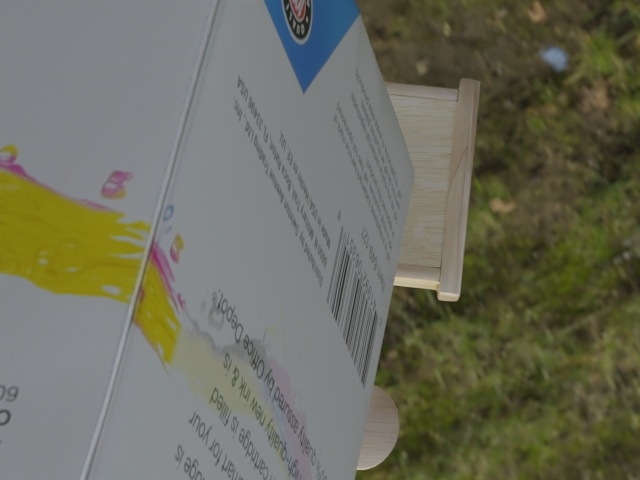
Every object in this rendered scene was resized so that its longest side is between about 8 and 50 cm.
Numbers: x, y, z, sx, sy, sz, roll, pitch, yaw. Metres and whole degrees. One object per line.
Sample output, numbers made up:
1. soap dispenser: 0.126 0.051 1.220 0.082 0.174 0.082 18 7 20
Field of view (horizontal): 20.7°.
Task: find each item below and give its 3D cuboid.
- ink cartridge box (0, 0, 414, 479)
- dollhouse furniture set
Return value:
1. ink cartridge box: -0.089 0.030 0.439 0.168 0.232 0.171 2 148 17
2. dollhouse furniture set: 0.000 0.000 1.082 0.174 0.303 0.355 6 174 4
